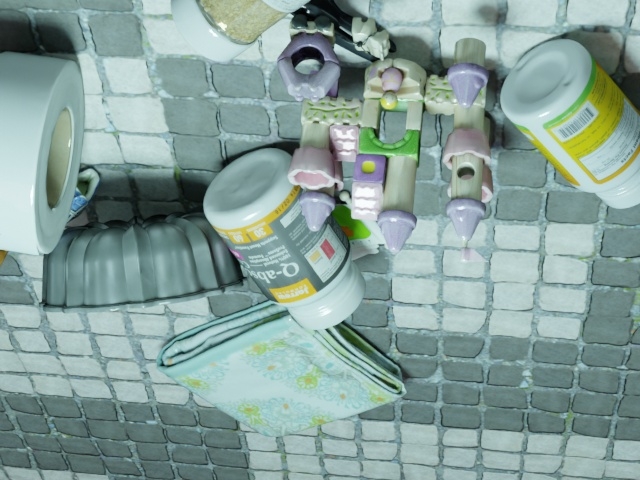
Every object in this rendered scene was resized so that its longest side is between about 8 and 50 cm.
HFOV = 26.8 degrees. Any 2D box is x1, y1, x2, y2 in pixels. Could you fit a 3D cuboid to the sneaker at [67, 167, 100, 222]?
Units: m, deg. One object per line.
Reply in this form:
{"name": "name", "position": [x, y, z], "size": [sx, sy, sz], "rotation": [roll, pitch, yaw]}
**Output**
{"name": "sneaker", "position": [-0.421, -0.058, 2.105], "size": [0.080, 0.211, 0.081], "rotation": [46, 123, -5]}

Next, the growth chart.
{"name": "growth chart", "position": [0.000, 0.000, 2.223], "size": [0.237, 0.021, 0.172], "rotation": [-26, 130, 36]}

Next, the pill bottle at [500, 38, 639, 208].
{"name": "pill bottle", "position": [0.368, -0.152, 1.848], "size": [0.136, 0.136, 0.245], "rotation": [-22, 134, 34]}

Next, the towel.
{"name": "towel", "position": [-0.071, 0.247, 2.507], "size": [0.374, 0.090, 0.320], "rotation": [-21, 133, 34]}

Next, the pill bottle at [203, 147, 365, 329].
{"name": "pill bottle", "position": [-0.049, 0.003, 2.096], "size": [0.162, 0.162, 0.278], "rotation": [-14, 130, 28]}

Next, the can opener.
{"name": "can opener", "position": [0.025, -0.286, 1.811], "size": [0.059, 0.073, 0.186], "rotation": [-33, 136, 32]}

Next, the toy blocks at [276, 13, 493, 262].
{"name": "toy blocks", "position": [0.090, -0.108, 1.808], "size": [0.288, 0.260, 0.309], "rotation": [4, 158, 8]}

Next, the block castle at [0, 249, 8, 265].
{"name": "block castle", "position": [-0.601, -0.043, 2.019], "size": [0.213, 0.303, 0.453], "rotation": [4, 153, -4]}

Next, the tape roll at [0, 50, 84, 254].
{"name": "tape roll", "position": [-0.420, -0.124, 1.928], "size": [0.100, 0.286, 0.286], "rotation": [9, 143, 1]}

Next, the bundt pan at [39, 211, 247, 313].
{"name": "bundt pan", "position": [-0.285, 0.027, 2.128], "size": [0.331, 0.124, 0.331], "rotation": [-5, -175, 1]}

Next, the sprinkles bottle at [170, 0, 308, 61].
{"name": "sprinkles bottle", "position": [-0.032, -0.355, 1.662], "size": [0.121, 0.121, 0.355], "rotation": [35, 133, -30]}
